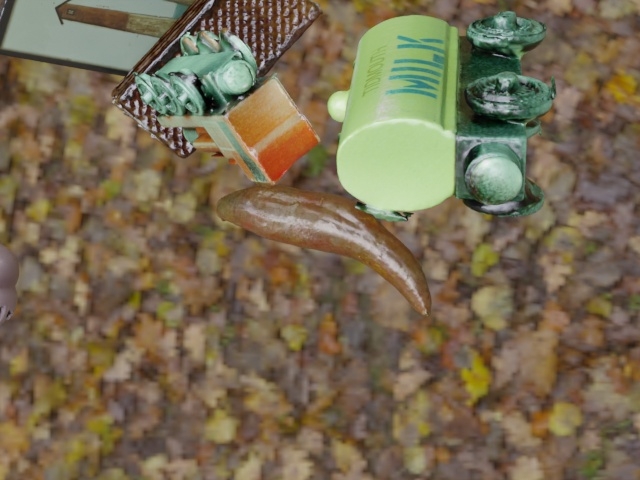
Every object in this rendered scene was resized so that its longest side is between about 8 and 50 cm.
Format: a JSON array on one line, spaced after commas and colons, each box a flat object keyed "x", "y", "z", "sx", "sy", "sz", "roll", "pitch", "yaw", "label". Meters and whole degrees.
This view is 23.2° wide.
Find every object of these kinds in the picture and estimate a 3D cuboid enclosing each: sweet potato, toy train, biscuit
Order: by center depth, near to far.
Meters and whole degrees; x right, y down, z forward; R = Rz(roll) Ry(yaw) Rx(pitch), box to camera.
[{"x": 0.084, "y": -0.093, "z": 1.110, "sx": 0.157, "sy": 0.253, "sz": 0.105, "roll": 1, "pitch": 117, "yaw": 5, "label": "toy train"}, {"x": -0.082, "y": -0.105, "z": 1.257, "sx": 0.074, "sy": 0.118, "sz": 0.176, "roll": -40, "pitch": 18, "yaw": -18, "label": "toy train"}, {"x": 0.005, "y": -0.009, "z": 1.533, "sx": 0.255, "sy": 0.058, "sz": 0.078, "roll": 23, "pitch": 109, "yaw": 21, "label": "sweet potato"}, {"x": -0.113, "y": -0.213, "z": 1.737, "sx": 0.252, "sy": 0.106, "sz": 0.070, "roll": -47, "pitch": 21, "yaw": -3, "label": "biscuit"}]

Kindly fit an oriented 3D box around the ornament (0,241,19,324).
[{"x": -0.478, "y": 0.055, "z": 1.991, "sx": 0.178, "sy": 0.177, "sz": 0.177, "roll": -5, "pitch": 82, "yaw": 38, "label": "ornament"}]

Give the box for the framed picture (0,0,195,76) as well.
[{"x": -0.184, "y": -0.291, "z": 1.739, "sx": 0.013, "sy": 0.324, "sz": 0.244, "roll": 51, "pitch": 126, "yaw": 47, "label": "framed picture"}]
